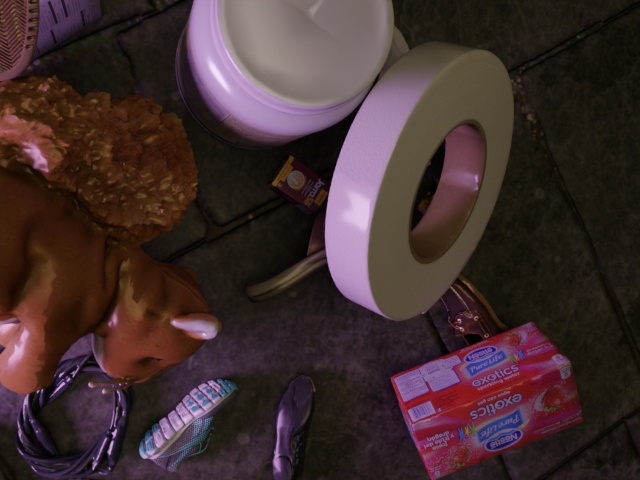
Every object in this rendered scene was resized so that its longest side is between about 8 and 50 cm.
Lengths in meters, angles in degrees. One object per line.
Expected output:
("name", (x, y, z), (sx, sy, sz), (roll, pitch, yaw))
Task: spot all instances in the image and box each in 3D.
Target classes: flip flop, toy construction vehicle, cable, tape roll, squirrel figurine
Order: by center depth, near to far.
("squirrel figurine", (-0.284, 0.006, 0.831), (0.370, 0.281, 0.397), (24, 94, -24))
("tape roll", (0.151, -0.075, 0.929), (0.392, 0.072, 0.392), (-34, 135, -41))
("cable", (-0.348, 0.244, 0.948), (0.150, 0.047, 0.185), (13, 91, -12))
("flip flop", (0.000, 0.000, 1.011), (0.277, 0.112, 0.080), (-30, 90, -8))
("toy construction vehicle", (0.175, -0.096, 1.091), (0.086, 0.035, 0.098), (34, 85, -26))

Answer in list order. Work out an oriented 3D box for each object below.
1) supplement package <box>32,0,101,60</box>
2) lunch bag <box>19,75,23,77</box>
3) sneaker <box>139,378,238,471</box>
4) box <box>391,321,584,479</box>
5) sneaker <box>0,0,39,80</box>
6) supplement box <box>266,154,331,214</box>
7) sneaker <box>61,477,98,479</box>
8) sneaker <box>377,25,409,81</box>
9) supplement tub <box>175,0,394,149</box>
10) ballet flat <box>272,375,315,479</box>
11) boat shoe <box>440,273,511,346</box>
("supplement package", (-0.438, -0.315, 0.807), (0.262, 0.198, 0.199), (-38, 101, -12))
("lunch bag", (-0.406, -0.174, 0.877), (0.065, 0.098, 0.067), (-25, 104, -12))
("sneaker", (-0.185, 0.277, 0.993), (0.166, 0.065, 0.076), (-38, 119, -8))
("box", (0.257, 0.247, 1.040), (0.256, 0.128, 0.123), (-22, 115, -1))
("sneaker", (-0.356, -0.318, 0.682), (0.099, 0.153, 0.282), (-13, 121, -18))
("supplement box", (-0.033, -0.084, 1.021), (0.083, 0.043, 0.055), (34, 82, -16))
("sneaker", (-0.283, 0.409, 0.917), (0.293, 0.146, 0.102), (10, 90, -17))
("sneaker", (0.109, -0.233, 1.046), (0.094, 0.080, 0.212), (-16, 94, 6))
("supplement tub", (-0.058, -0.246, 0.858), (0.235, 0.325, 0.236), (-1, 93, -17))
("ballet flat", (-0.043, 0.297, 1.044), (0.057, 0.049, 0.173), (11, 85, 16))
("boat shoe", (0.250, 0.134, 1.100), (0.073, 0.073, 0.207), (-46, 104, -13))
